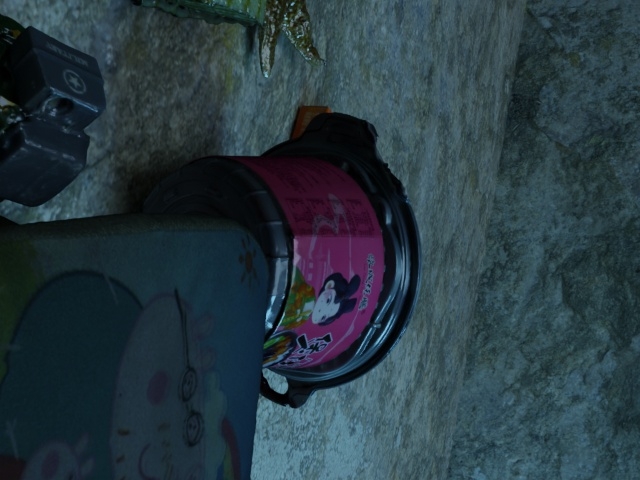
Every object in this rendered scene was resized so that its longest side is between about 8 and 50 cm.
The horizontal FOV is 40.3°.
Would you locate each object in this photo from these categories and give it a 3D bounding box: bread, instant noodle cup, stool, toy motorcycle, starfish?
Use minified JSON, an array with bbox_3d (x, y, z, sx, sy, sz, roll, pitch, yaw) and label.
[{"bbox_3d":[-0.098,-0.252,0.780,0.156,0.103,0.110,-31,134,-75],"label":"bread"},{"bbox_3d":[-0.059,0.020,0.817,0.181,0.258,0.302,2,94,-54],"label":"instant noodle cup"},{"bbox_3d":[-0.190,0.128,0.503,0.310,0.226,0.310,-5,102,-68],"label":"stool"},{"bbox_3d":[-0.224,-0.084,0.428,0.275,0.125,0.187,19,43,-53],"label":"toy motorcycle"},{"bbox_3d":[-0.030,-0.297,1.006,0.277,0.062,0.235,3,94,-71],"label":"starfish"}]

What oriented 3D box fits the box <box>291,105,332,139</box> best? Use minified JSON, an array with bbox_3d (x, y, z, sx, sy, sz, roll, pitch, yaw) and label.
[{"bbox_3d":[0.000,0.000,1.190,0.265,0.048,0.273,53,47,-61],"label":"box"}]
